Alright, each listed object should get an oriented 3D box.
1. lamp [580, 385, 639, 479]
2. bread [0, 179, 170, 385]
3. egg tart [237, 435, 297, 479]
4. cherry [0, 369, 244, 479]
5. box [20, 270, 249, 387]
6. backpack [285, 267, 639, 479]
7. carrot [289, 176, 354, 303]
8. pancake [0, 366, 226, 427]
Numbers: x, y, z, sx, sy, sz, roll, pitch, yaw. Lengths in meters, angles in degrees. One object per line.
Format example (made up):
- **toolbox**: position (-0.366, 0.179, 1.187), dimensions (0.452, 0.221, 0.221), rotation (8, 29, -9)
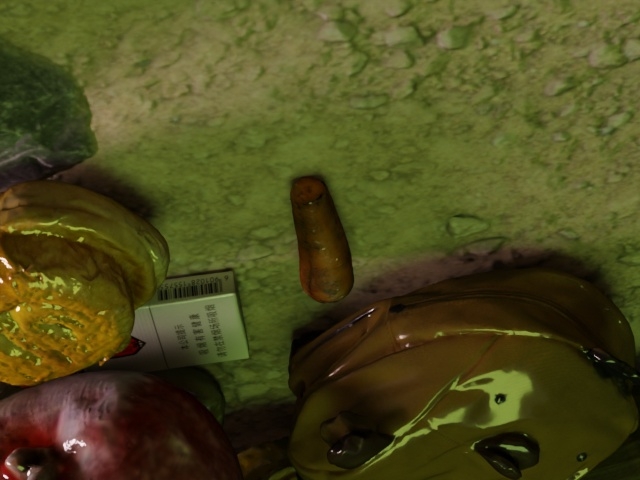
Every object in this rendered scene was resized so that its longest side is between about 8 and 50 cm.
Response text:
- **lamp**: position (0.350, 0.265, 1.930), dimensions (0.250, 0.284, 0.250), rotation (-25, -173, 3)
- **bread**: position (-0.263, 0.038, 1.523), dimensions (0.236, 0.120, 0.198), rotation (-27, 141, 26)
- **egg tart**: position (-0.069, 0.314, 1.959), dimensions (0.290, 0.115, 0.290), rotation (-24, 154, -12)
- **cherry**: position (-0.239, 0.294, 1.691), dimensions (0.326, 0.291, 0.335), rotation (-1, 136, -14)
- **box**: position (-0.200, 0.093, 1.701), dimensions (0.245, 0.035, 0.139), rotation (-8, 148, -1)
- **backpack**: position (0.151, 0.178, 1.751), dimensions (0.378, 0.201, 0.353), rotation (-36, 134, 26)
- **carrot**: position (0.000, 0.000, 1.590), dimensions (0.055, 0.055, 0.161), rotation (-9, 140, 2)
- **pancake**: position (-0.244, 0.220, 1.875), dimensions (0.294, 0.049, 0.294), rotation (-4, 147, -3)
